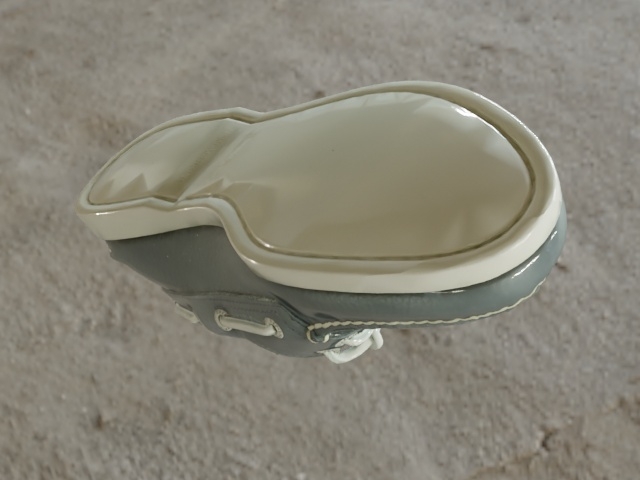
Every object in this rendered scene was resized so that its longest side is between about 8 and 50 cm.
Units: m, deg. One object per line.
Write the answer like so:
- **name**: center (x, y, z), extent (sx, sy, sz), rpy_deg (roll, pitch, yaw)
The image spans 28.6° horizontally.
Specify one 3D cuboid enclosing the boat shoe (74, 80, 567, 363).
- **boat shoe**: center (0.000, 0.000, 0.582), extent (0.116, 0.099, 0.319), rpy_deg (-48, 30, -25)
